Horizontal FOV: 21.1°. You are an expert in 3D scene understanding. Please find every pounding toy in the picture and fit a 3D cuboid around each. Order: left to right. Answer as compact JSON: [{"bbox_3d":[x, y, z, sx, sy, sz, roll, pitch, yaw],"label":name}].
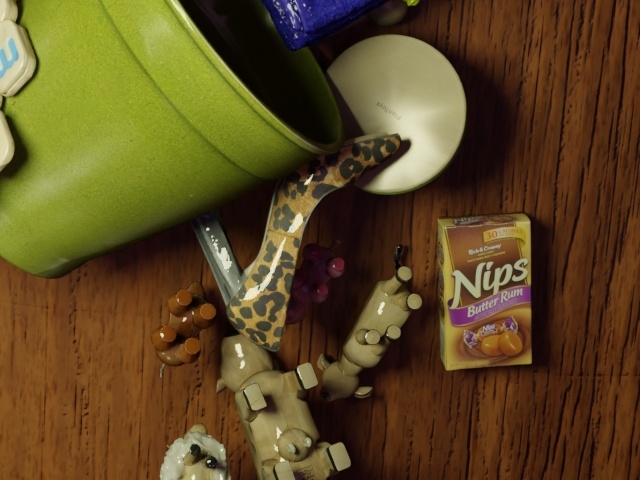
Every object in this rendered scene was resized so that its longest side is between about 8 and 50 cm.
[{"bbox_3d":[0.080,-0.165,2.012,0.183,0.110,0.237,-31,79,14],"label":"pounding toy"}]

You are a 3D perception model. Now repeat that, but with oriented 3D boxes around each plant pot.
[{"bbox_3d":[-0.222,-0.146,1.859,0.353,0.366,0.366,-36,108,16],"label":"plant pot"}]

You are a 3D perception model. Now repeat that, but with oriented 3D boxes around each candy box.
[{"bbox_3d":[0.201,0.062,2.105,0.109,0.053,0.187,-4,105,-5],"label":"candy box"}]

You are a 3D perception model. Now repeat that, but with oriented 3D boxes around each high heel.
[{"bbox_3d":[0.000,0.000,1.928,0.261,0.093,0.186,-25,86,5],"label":"high heel"}]

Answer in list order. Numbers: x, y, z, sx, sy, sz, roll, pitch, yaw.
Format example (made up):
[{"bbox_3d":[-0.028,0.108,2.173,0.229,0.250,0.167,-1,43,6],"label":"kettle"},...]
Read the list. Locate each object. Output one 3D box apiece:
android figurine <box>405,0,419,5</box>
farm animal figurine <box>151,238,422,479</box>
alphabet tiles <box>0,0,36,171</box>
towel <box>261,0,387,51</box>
[{"bbox_3d":[0.031,-0.381,1.925,0.273,0.056,0.248,44,89,-6],"label":"android figurine"},{"bbox_3d":[-0.040,0.172,2.038,0.330,0.172,0.327,-1,76,-13],"label":"farm animal figurine"},{"bbox_3d":[-0.401,-0.142,1.796,0.284,0.278,0.021,-42,144,26],"label":"alphabet tiles"},{"bbox_3d":[-0.013,-0.385,1.856,0.227,0.076,0.308,-31,92,0],"label":"towel"}]
